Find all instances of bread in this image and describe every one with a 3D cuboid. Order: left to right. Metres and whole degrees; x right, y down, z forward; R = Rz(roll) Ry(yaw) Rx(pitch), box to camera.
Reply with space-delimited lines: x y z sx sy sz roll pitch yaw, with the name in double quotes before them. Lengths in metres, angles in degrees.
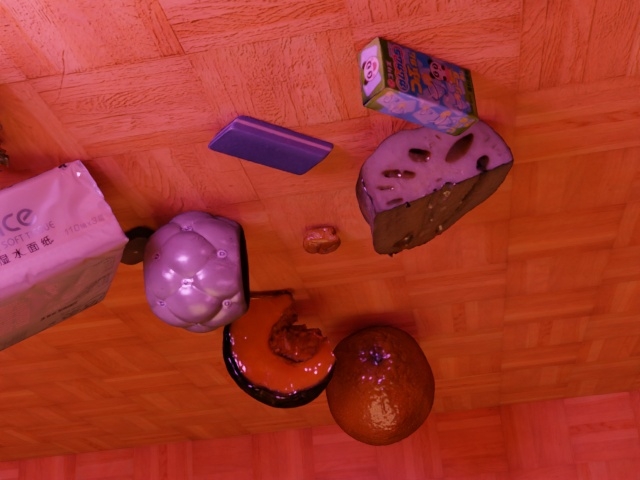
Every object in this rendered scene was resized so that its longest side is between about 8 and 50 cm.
"bread" 0.000 0.000 1.939 0.083 0.046 0.081 13 148 -32

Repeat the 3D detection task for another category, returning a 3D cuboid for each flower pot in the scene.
"flower pot" -0.246 0.064 1.808 0.195 0.246 0.246 -5 156 2

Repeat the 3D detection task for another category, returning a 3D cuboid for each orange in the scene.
"orange" 0.166 0.400 2.517 0.321 0.322 0.357 -5 150 0

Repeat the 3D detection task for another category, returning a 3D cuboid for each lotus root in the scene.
"lotus root" 0.188 -0.098 1.652 0.266 0.149 0.260 -21 161 -8

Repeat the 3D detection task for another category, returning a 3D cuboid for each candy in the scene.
"candy" 0.151 -0.234 1.391 0.194 0.097 0.062 11 152 -32

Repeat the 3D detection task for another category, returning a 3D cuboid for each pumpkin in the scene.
"pumpkin" -0.113 0.288 2.290 0.256 0.303 0.225 -31 163 -7

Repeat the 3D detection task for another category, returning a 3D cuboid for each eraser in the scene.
"eraser" -0.084 -0.163 1.576 0.225 0.036 0.082 13 150 -35

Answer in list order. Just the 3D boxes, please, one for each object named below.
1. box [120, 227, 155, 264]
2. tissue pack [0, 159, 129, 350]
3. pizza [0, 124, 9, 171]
"box" -0.392 0.012 1.912 0.126 0.031 0.091 -22 150 32
"tissue pack" -0.583 0.064 1.618 0.404 0.205 0.332 -28 170 -30
"pizza" -0.568 -0.175 1.449 0.185 0.052 0.195 26 147 -36
